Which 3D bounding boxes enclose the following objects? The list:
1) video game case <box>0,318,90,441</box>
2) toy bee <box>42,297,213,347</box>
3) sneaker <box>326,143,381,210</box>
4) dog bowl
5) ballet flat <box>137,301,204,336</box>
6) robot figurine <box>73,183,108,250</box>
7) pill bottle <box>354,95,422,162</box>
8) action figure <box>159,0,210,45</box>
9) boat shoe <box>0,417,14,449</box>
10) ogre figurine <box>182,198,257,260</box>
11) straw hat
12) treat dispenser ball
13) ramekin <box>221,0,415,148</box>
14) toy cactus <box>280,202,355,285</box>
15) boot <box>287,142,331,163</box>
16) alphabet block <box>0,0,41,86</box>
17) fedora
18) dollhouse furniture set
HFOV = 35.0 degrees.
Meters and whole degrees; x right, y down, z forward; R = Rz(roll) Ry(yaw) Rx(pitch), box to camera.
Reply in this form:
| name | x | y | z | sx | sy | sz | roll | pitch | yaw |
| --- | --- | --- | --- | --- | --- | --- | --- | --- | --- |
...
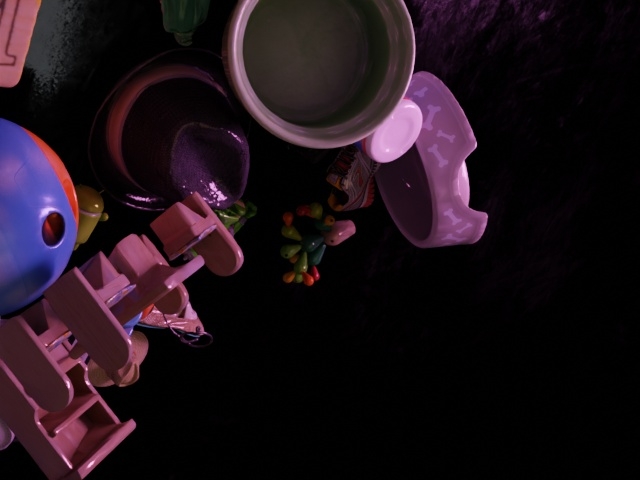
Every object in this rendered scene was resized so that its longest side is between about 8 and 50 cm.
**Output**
| name | x | y | z | sx | sy | sz | roll | pitch | yaw |
| --- | --- | --- | --- | --- | --- | --- | --- | --- | --- |
| video game case | -0.558 | 0.260 | 1.854 | 0.248 | 0.035 | 0.275 | 9 | 119 | -49 |
| toy bee | -0.359 | 0.106 | 1.831 | 0.298 | 0.162 | 0.195 | 21 | 141 | -39 |
| sneaker | 0.063 | -0.143 | 2.029 | 0.092 | 0.088 | 0.225 | -21 | 137 | -26 |
| dog bowl | 0.194 | -0.144 | 1.960 | 0.102 | 0.349 | 0.349 | -19 | 138 | -15 |
| ballet flat | -0.289 | 0.142 | 1.979 | 0.206 | 0.073 | 0.067 | 19 | 96 | -56 |
| robot figurine | -0.402 | -0.041 | 1.681 | 0.101 | 0.067 | 0.115 | 15 | 114 | -42 |
| pill bottle | 0.069 | -0.246 | 1.816 | 0.124 | 0.221 | 0.124 | -26 | 140 | -24 |
| action figure | -0.208 | -0.398 | 1.526 | 0.137 | 0.063 | 0.232 | -22 | 135 | -32 |
| boat shoe | -0.624 | 0.272 | 1.694 | 0.118 | 0.103 | 0.320 | -31 | 132 | -2 |
| ogre figurine | -0.194 | -0.018 | 1.881 | 0.118 | 0.097 | 0.197 | -53 | -172 | 19 |
| straw hat | -0.386 | 0.251 | 1.993 | 0.144 | 0.061 | 0.144 | -26 | 140 | -24 |
| treat dispenser ball | -0.485 | -0.033 | 1.415 | 0.288 | 0.288 | 0.288 | -27 | 141 | -24 |
| ramekin | -0.015 | -0.304 | 1.630 | 0.303 | 0.148 | 0.303 | -3 | 100 | -17 |
| toy cactus | 0.000 | 0.000 | 2.098 | 0.180 | 0.112 | 0.219 | -21 | 132 | -33 |
| boot | -0.009 | -0.208 | 1.932 | 0.121 | 0.045 | 0.099 | -47 | 141 | 3 |
| alphabet block | -0.472 | -0.317 | 1.236 | 0.197 | 0.192 | 0.193 | -2 | 128 | -43 |
| fedora | -0.217 | -0.149 | 1.687 | 0.334 | 0.152 | 0.334 | -26 | 140 | -24 |
| dollhouse furniture set | -0.317 | 0.172 | 1.559 | 0.394 | 0.256 | 0.362 | -35 | -176 | 27 |
